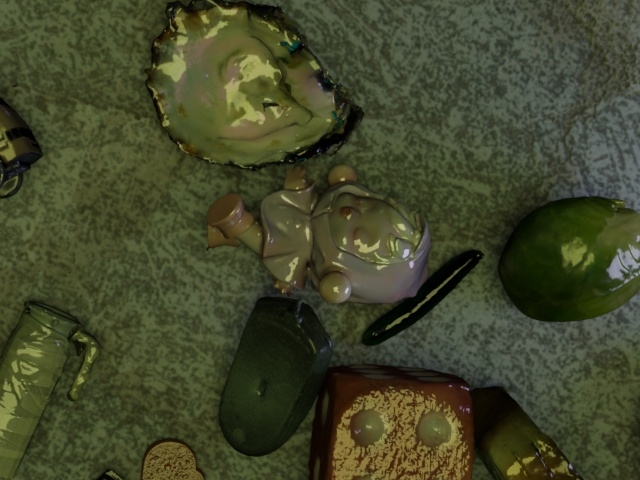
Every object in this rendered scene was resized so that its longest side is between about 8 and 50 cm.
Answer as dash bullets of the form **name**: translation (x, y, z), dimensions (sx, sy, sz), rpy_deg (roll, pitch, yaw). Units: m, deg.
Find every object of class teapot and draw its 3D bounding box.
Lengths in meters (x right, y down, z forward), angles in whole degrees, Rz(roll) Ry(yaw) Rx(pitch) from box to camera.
- **teapot**: translation (-0.336, 0.178, 1.546), dimensions (0.107, 0.077, 0.200), rpy_deg (24, 92, -12)

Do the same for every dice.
- **dice**: translation (0.079, 0.238, 1.552), dimensions (0.173, 0.175, 0.179), rpy_deg (3, 95, -6)

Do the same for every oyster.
- **oyster**: translation (-0.075, -0.180, 1.547), dimensions (0.259, 0.092, 0.198), rpy_deg (11, 93, 3)

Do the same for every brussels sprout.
- **brussels sprout**: translation (0.305, 0.022, 1.576), dimensions (0.180, 0.144, 0.161), rpy_deg (-36, 114, -1)

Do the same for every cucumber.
- **cucumber**: translation (0.126, 0.072, 1.616), dimensions (0.184, 0.033, 0.036), rpy_deg (-39, 123, -2)

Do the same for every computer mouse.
- **computer mouse**: translation (-0.052, 0.154, 1.562), dimensions (0.113, 0.068, 0.229), rpy_deg (32, 116, 16)

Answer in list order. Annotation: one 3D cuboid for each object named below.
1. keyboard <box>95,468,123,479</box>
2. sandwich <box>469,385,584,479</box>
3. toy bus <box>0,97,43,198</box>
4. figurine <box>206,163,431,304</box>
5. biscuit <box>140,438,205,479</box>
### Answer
- **keyboard**: translation (-0.205, 0.382, 1.601), dimensions (0.093, 0.025, 0.230), rpy_deg (-42, 98, 7)
- **sandwich**: translation (0.258, 0.282, 1.539), dimensions (0.087, 0.251, 0.226), rpy_deg (-38, 98, -1)
- **toy bus**: translation (-0.469, -0.082, 1.480), dimensions (0.289, 0.139, 0.157), rpy_deg (-27, 93, -1)
- **figurine**: translation (0.001, 0.000, 1.545), dimensions (0.275, 0.133, 0.200), rpy_deg (10, 50, -6)
- **biscuit**: translation (-0.180, 0.287, 1.604), dimensions (0.078, 0.015, 0.091), rpy_deg (7, 94, -9)
